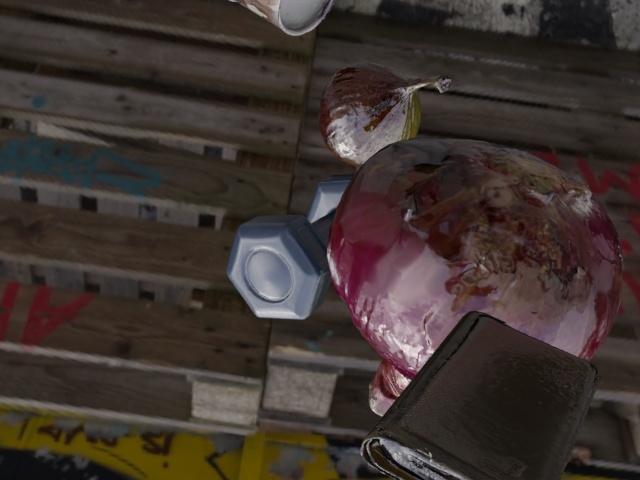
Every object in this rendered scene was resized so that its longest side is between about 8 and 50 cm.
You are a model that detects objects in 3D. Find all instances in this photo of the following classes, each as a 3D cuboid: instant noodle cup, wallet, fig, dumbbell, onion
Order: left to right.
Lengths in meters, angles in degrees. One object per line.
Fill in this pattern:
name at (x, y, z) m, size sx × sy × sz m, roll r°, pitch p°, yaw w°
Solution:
instant noodle cup at (-0.089, -0.573, 1.763) m, size 0.207 × 0.218 × 0.217 m, roll 43°, pitch 137°, yaw 27°
dumbbell at (0.000, -0.001, 1.218) m, size 0.144 × 0.316 × 0.156 m, roll 29°, pitch 120°, yaw 17°
fig at (0.143, -0.270, 1.580) m, size 0.217 × 0.216 × 0.321 m, roll 35°, pitch 149°, yaw -24°
onion at (0.153, 0.067, 0.962) m, size 0.348 × 0.347 × 0.385 m, roll 18°, pitch 119°, yaw -11°
wallet at (0.112, 0.108, 0.519) m, size 0.110 × 0.198 × 0.031 m, roll 25°, pitch 115°, yaw 19°
